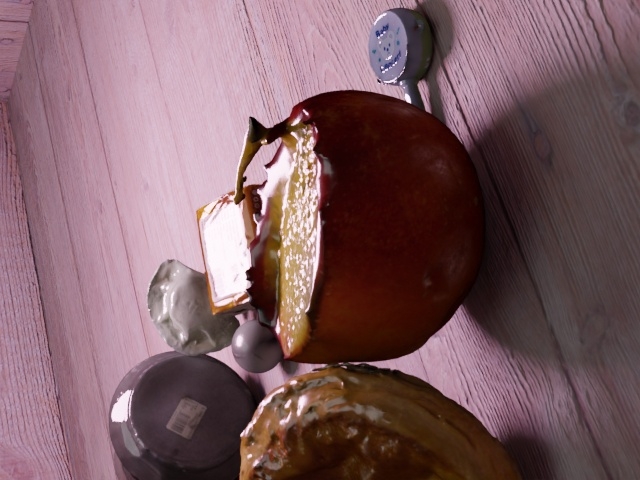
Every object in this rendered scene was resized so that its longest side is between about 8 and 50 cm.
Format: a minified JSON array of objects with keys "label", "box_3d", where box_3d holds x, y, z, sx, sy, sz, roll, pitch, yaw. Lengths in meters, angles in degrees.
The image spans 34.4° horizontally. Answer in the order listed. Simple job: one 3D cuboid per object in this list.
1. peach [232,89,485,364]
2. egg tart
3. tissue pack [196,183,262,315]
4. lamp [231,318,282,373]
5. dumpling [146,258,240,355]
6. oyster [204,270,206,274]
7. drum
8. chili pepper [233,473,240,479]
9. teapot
[{"label":"peach","box_3d":[0.064,-0.014,1.420,0.335,0.310,0.405,-124,33,-47]},{"label":"egg tart","box_3d":[0.093,0.354,1.446,0.443,0.178,0.443,10,115,23]},{"label":"tissue pack","box_3d":[-0.152,0.019,2.013,0.183,0.092,0.226,-21,71,39]},{"label":"lamp","box_3d":[-0.121,0.204,2.001,0.105,0.105,0.105,11,102,61]},{"label":"dumpling","box_3d":[-0.258,0.133,2.080,0.219,0.152,0.108,42,147,7]},{"label":"oyster","box_3d":[-0.187,0.074,2.143,0.163,0.081,0.191,5,100,57]},{"label":"drum","box_3d":[0.125,-0.223,1.556,0.130,0.049,0.253,-2,94,60]},{"label":"chili pepper","box_3d":[-0.167,0.589,2.148,0.137,0.092,0.368,37,128,42]},{"label":"teapot","box_3d":[-0.316,0.447,2.162,0.376,0.306,0.361,-62,0,-33]}]
